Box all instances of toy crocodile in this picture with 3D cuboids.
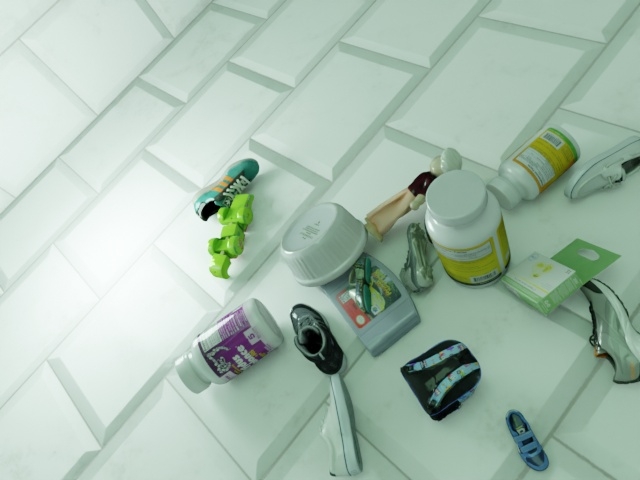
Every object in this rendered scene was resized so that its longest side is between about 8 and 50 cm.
[{"bbox_3d":[-0.306,-0.025,1.893,0.115,0.105,0.341,-5,53,24],"label":"toy crocodile"}]

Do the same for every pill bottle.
[{"bbox_3d":[0.379,-0.027,1.394,0.187,0.334,0.188,-13,55,18],"label":"pill bottle"},{"bbox_3d":[-0.273,0.319,1.600,0.301,0.169,0.169,-36,51,2],"label":"pill bottle"},{"bbox_3d":[0.595,-0.201,1.527,0.245,0.136,0.136,-41,51,-2],"label":"pill bottle"}]

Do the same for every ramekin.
[{"bbox_3d":[0.000,0.000,1.640,0.272,0.127,0.273,-29,30,18],"label":"ramekin"}]

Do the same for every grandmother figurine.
[{"bbox_3d":[0.278,-0.140,1.596,0.342,0.104,0.208,-43,20,16],"label":"grandmother figurine"}]

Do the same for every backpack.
[{"bbox_3d":[0.309,0.339,1.331,0.173,0.117,0.158,-35,51,2],"label":"backpack"}]

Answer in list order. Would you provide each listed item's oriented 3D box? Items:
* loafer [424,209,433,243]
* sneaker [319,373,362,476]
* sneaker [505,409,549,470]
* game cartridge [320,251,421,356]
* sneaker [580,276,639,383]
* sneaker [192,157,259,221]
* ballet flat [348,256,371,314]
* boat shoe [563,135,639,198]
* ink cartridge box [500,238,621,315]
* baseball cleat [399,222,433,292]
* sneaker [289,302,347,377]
[{"bbox_3d":[0.362,-0.091,1.609,0.078,0.076,0.224,-6,53,35],"label":"loafer"},{"bbox_3d":[0.039,0.474,1.392,0.091,0.094,0.258,-16,54,11],"label":"sneaker"},{"bbox_3d":[0.462,0.450,1.221,0.053,0.059,0.144,-29,52,4],"label":"sneaker"},{"bbox_3d":[0.147,0.170,1.565,0.196,0.060,0.294,-37,51,-4],"label":"game cartridge"},{"bbox_3d":[0.669,0.204,1.256,0.107,0.100,0.272,-26,52,16],"label":"sneaker"},{"bbox_3d":[-0.340,-0.179,2.002,0.302,0.108,0.121,-36,51,11],"label":"sneaker"},{"bbox_3d":[0.112,0.133,1.535,0.070,0.070,0.189,-11,46,20],"label":"ballet flat"},{"bbox_3d":[0.783,-0.187,1.452,0.258,0.095,0.084,-37,47,2],"label":"boat shoe"},{"bbox_3d":[0.598,0.070,1.357,0.235,0.056,0.171,-39,20,0],"label":"ink cartridge box"},{"bbox_3d":[0.262,0.050,1.553,0.109,0.072,0.206,-38,43,40],"label":"baseball cleat"},{"bbox_3d":[-0.028,0.256,1.528,0.101,0.153,0.269,-38,51,-1],"label":"sneaker"}]
